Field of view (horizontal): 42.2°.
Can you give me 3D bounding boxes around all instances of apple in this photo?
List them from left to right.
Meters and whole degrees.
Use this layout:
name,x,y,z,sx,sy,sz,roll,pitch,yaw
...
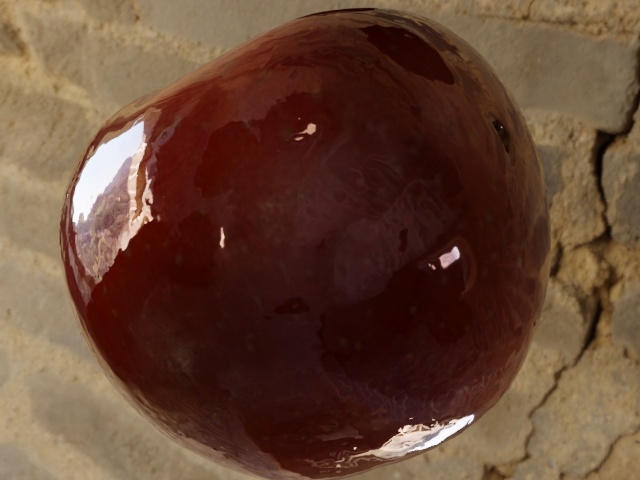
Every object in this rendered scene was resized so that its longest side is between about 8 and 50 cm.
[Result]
name,x,y,z,sx,sy,sz,roll,pitch,yaw
apple,0.000,0.000,0.442,0.260,0.260,0.216,-20,-82,47
